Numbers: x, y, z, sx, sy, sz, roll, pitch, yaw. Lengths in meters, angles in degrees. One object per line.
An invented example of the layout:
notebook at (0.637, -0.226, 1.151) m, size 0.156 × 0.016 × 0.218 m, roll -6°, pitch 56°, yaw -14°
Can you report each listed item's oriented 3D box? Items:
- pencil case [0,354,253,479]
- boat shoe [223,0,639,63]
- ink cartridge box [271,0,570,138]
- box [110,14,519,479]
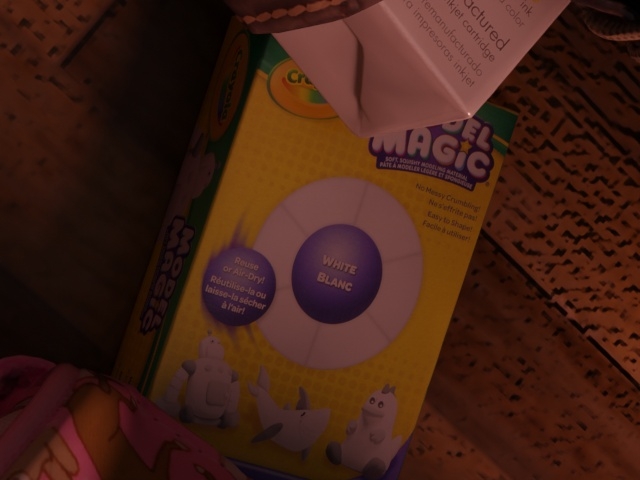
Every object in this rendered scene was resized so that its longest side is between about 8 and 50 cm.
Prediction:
pencil case at (0.016, 0.197, 0.534) m, size 0.386 × 0.167 × 0.160 m, roll 36°, pitch 113°, yaw -5°
boat shoe at (0.131, -0.112, 0.522) m, size 0.355 × 0.132 × 0.130 m, roll -23°, pitch 104°, yaw -26°
ink cartridge box at (0.053, -0.142, 0.593) m, size 0.115 × 0.067 × 0.198 m, roll 49°, pitch 63°, yaw -19°
box at (0.000, 0.000, 0.627) m, size 0.105 × 0.043 × 0.179 m, roll 18°, pitch 87°, yaw -26°
